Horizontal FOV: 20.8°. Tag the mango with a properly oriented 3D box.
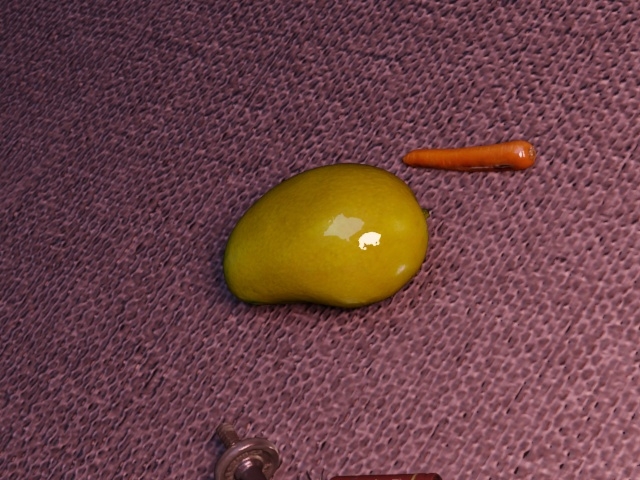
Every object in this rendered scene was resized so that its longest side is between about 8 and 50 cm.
[{"bbox_3d":[0.005,-0.007,2.117,0.273,0.149,0.185,0,58,37],"label":"mango"}]

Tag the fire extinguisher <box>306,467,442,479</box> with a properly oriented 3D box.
[{"bbox_3d":[0.059,0.282,1.929,0.158,0.043,0.064,-6,95,28],"label":"fire extinguisher"}]

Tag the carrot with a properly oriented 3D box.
[{"bbox_3d":[0.179,-0.103,2.164,0.190,0.037,0.037,-1,56,32],"label":"carrot"}]

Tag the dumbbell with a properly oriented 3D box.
[{"bbox_3d":[-0.061,0.292,1.967,0.081,0.081,0.254,-37,45,0],"label":"dumbbell"}]
